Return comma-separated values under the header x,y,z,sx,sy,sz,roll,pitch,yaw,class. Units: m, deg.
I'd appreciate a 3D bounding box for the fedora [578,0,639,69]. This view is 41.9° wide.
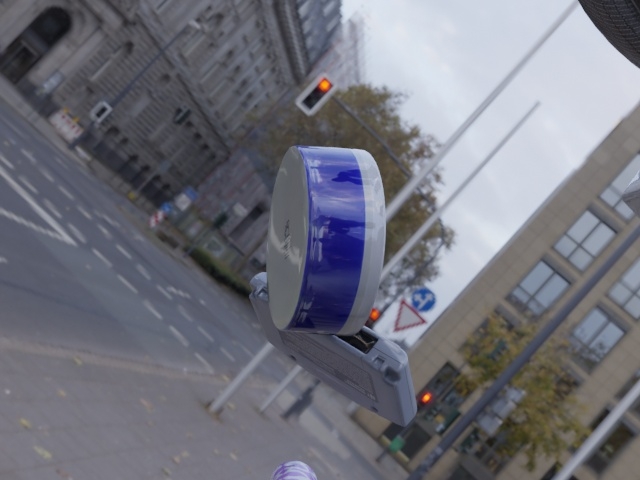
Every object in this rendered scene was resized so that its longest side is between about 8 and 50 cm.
x,y,z,sx,sy,sz,roll,pitch,yaw,class
0.273,-0.231,0.531,0.275,0.244,0.124,60,24,-17,fedora

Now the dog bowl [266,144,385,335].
x,y,z,sx,sy,sz,roll,pitch,yaw,class
0.000,0.000,1.176,0.104,0.265,0.265,4,7,-15,dog bowl

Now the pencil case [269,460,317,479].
x,y,z,sx,sy,sz,roll,pitch,yaw,class
-0.045,0.424,1.303,0.086,0.088,0.206,57,5,-11,pencil case

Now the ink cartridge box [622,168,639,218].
x,y,z,sx,sy,sz,roll,pitch,yaw,class
0.496,-0.039,0.822,0.226,0.131,0.306,46,-23,-8,ink cartridge box

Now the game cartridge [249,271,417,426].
x,y,z,sx,sy,sz,roll,pitch,yaw,class
0.022,0.177,1.337,0.297,0.062,0.198,28,-23,29,game cartridge
